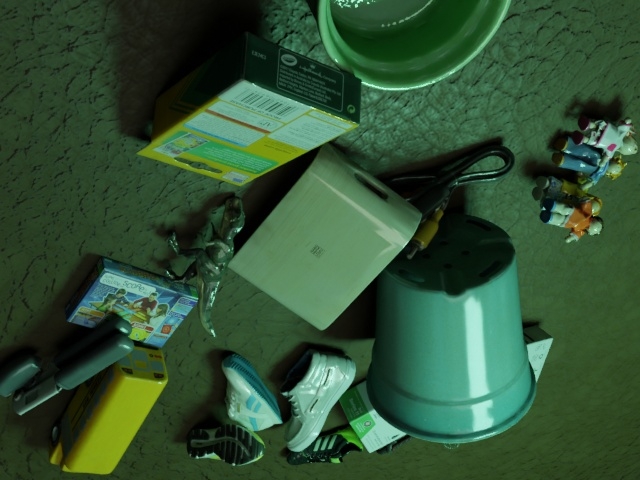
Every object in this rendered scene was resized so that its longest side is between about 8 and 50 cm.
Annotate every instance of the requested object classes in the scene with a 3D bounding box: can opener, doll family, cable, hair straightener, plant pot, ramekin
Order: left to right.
[{"bbox_3d":[-0.468,0.221,1.679,0.284,0.076,0.095,-32,137,19],"label":"can opener"},{"bbox_3d":[0.118,-0.387,1.373,0.304,0.148,0.303,-12,133,-14],"label":"ramekin"},{"bbox_3d":[0.198,0.431,2.208,0.230,0.047,0.089,-34,98,21],"label":"hair straightener"},{"bbox_3d":[0.222,-0.096,1.733,0.287,0.139,0.072,-37,161,-17],"label":"cable"},{"bbox_3d":[0.244,0.150,1.802,0.341,0.341,0.334,-15,125,-11],"label":"plant pot"},{"bbox_3d":[0.514,-0.128,1.820,0.163,0.118,0.262,14,104,-25],"label":"doll family"}]

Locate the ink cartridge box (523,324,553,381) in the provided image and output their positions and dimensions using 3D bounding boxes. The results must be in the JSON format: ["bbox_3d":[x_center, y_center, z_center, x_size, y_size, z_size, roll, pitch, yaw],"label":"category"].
[{"bbox_3d":[0.367,0.298,2.075,0.333,0.065,0.165,-9,125,-38],"label":"ink cartridge box"}]

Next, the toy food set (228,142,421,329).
[{"bbox_3d":[0.000,0.000,1.678,0.220,0.092,0.306,36,115,-12],"label":"toy food set"}]

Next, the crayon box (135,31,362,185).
[{"bbox_3d":[-0.116,-0.188,1.419,0.203,0.083,0.323,16,157,-34],"label":"crayon box"}]

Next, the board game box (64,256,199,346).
[{"bbox_3d":[-0.340,0.115,1.698,0.201,0.035,0.136,23,118,-37],"label":"board game box"}]

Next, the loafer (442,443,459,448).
[{"bbox_3d":[0.298,0.437,2.250,0.056,0.050,0.148,-11,120,11],"label":"loafer"}]

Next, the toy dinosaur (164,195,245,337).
[{"bbox_3d":[-0.213,0.044,1.649,0.118,0.064,0.268,16,110,1],"label":"toy dinosaur"}]

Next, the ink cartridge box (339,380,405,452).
[{"bbox_3d":[0.165,0.367,2.102,0.209,0.086,0.153,-28,135,1],"label":"ink cartridge box"}]

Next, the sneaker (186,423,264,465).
[{"bbox_3d":[-0.184,0.428,1.972,0.209,0.081,0.094,-3,167,42],"label":"sneaker"}]

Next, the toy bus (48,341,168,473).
[{"bbox_3d":[-0.413,0.334,1.792,0.108,0.130,0.332,15,122,-33],"label":"toy bus"}]

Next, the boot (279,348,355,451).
[{"bbox_3d":[-0.040,0.336,1.996,0.123,0.095,0.258,21,110,-29],"label":"boot"}]

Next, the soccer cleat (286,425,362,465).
[{"bbox_3d":[0.010,0.484,2.148,0.179,0.072,0.060,-19,134,-6],"label":"soccer cleat"}]

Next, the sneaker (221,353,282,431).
[{"bbox_3d":[-0.158,0.323,1.927,0.092,0.087,0.228,-23,132,4],"label":"sneaker"}]
